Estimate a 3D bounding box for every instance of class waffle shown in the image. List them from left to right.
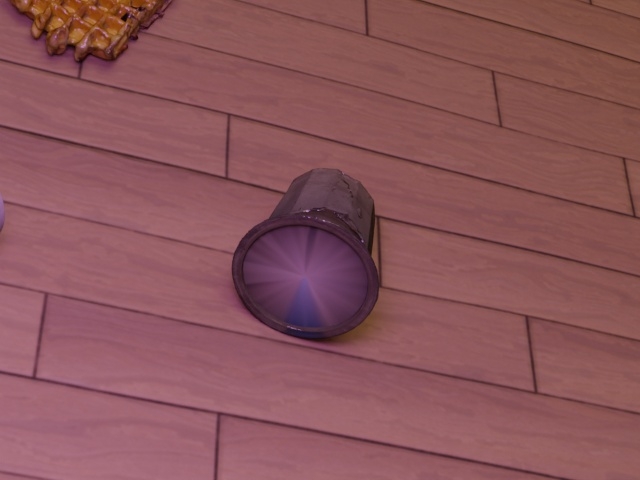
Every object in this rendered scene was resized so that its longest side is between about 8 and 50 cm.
[{"bbox_3d":[-0.365,-0.394,2.237,0.309,0.065,0.283,-6,53,-26],"label":"waffle"}]

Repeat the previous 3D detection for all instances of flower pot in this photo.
[{"bbox_3d":[0.000,0.000,1.991,0.212,0.212,0.203,26,39,-3],"label":"flower pot"}]

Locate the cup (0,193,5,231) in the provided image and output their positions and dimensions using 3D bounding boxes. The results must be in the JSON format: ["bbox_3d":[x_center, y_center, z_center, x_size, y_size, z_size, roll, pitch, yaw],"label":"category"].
[{"bbox_3d":[-0.555,-0.017,1.766,0.241,0.185,0.226,16,35,24],"label":"cup"}]
